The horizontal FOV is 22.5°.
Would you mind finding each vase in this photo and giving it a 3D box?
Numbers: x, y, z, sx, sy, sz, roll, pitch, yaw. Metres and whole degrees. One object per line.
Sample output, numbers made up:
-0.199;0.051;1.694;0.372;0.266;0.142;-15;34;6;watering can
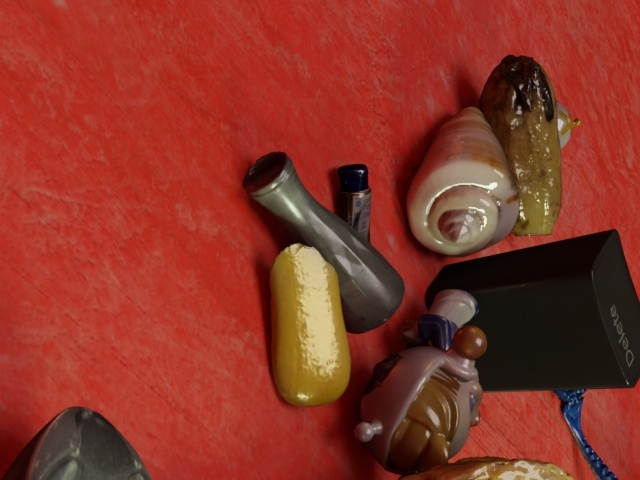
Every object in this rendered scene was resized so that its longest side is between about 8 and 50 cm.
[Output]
0.000;0.000;1.676;0.214;0.086;0.086;51;42;-32;vase

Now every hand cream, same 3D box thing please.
0.048;-0.004;1.797;0.062;0.039;0.163;-30;113;-59;hand cream

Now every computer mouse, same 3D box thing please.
-0.218;0.314;1.225;0.167;0.090;0.379;31;62;-52;computer mouse

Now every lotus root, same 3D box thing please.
0.261;-0.122;2.111;0.110;0.097;0.258;-13;111;-16;lotus root

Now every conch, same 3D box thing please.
0.191;-0.077;1.958;0.158;0.127;0.255;56;38;-33;conch

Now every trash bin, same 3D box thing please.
0.259;0.094;1.925;0.115;0.225;0.165;-50;124;-52;trash bin

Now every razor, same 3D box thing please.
0.410;0.331;2.218;0.093;0.056;0.324;-18;77;-49;razor

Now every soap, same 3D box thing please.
-0.011;0.086;1.641;0.089;0.033;0.169;-3;92;-31;soap

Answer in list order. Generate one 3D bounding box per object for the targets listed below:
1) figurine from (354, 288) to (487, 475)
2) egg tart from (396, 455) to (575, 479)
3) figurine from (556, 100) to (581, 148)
0.123;0.146;1.785;0.194;0.133;0.274;111;1;-54;figurine
0.135;0.313;1.680;0.291;0.290;0.107;48;11;-41;egg tart
0.293;-0.162;2.212;0.143;0.068;0.101;26;64;-38;figurine
